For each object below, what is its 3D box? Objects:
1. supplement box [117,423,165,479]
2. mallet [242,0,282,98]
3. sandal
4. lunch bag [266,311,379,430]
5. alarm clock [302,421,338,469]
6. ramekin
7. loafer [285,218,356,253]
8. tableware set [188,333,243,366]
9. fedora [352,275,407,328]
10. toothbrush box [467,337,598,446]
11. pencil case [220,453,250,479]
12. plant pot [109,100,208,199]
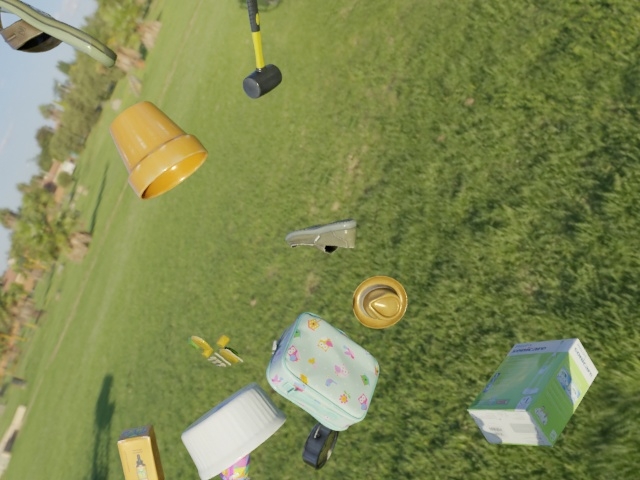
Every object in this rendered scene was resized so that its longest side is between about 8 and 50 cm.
[{"bbox_3d":[-0.416,0.561,1.521,0.080,0.078,0.233,-115,17,-78],"label":"supplement box"},{"bbox_3d":[-0.100,-0.300,0.948,0.062,0.039,0.189,-50,-34,-32],"label":"mallet"},{"bbox_3d":[-0.510,-0.368,1.138,0.086,0.303,0.120,-64,-6,8],"label":"sandal"},{"bbox_3d":[0.002,0.330,1.606,0.108,0.279,0.224,-42,16,44],"label":"lunch bag"},{"bbox_3d":[-0.004,0.556,1.774,0.129,0.064,0.192,-56,-21,-29],"label":"alarm clock"},{"bbox_3d":[-0.241,0.507,1.737,0.277,0.135,0.277,-35,-4,-3],"label":"ramekin"},{"bbox_3d":[0.000,0.000,1.802,0.251,0.094,0.087,-10,96,45],"label":"loafer"},{"bbox_3d":[-0.223,0.225,1.354,0.154,0.104,0.024,-27,27,57],"label":"tableware set"},{"bbox_3d":[0.204,0.210,2.109,0.194,0.194,0.079,-66,16,0],"label":"fedora"},{"bbox_3d":[0.553,0.392,1.670,0.283,0.122,0.206,-42,12,-35],"label":"toothbrush box"},{"bbox_3d":[-0.271,0.676,2.074,0.104,0.105,0.236,-119,32,-63],"label":"pencil case"},{"bbox_3d":[-0.418,-0.236,1.600,0.205,0.188,0.205,-36,-1,-1],"label":"plant pot"}]
